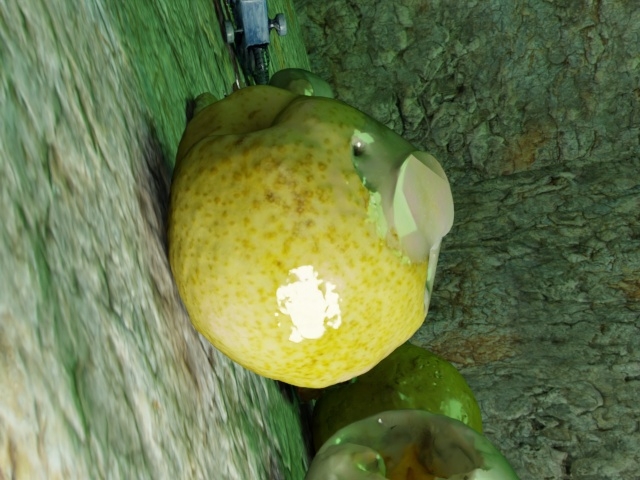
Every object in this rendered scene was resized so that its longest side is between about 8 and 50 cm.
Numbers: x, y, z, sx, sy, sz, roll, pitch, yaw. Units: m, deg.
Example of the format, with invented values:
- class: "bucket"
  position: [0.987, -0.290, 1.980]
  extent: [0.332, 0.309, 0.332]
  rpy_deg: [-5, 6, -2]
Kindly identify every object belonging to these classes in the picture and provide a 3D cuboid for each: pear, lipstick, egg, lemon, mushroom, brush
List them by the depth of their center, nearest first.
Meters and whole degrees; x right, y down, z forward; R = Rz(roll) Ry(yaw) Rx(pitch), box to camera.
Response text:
- class: "pear"
  position: [-0.022, -0.008, 1.003]
  extent: [0.271, 0.271, 0.271]
  rpy_deg: [-13, 90, -86]
- class: "egg"
  position: [0.113, 0.369, 1.251]
  extent: [0.278, 0.278, 0.336]
  rpy_deg: [-89, 168, -71]
- class: "lipstick"
  position: [-0.111, -0.185, 1.628]
  extent: [0.019, 0.018, 0.094]
  rpy_deg: [67, 11, -67]
- class: "lemon"
  position: [0.117, 0.285, 1.665]
  extent: [0.310, 0.257, 0.258]
  rpy_deg: [55, 22, -65]
- class: "brush"
  position: [-0.125, -0.328, 1.811]
  extent: [0.034, 0.027, 0.191]
  rpy_deg: [-90, 168, -62]
- class: "mushroom"
  position: [-0.047, -0.278, 2.156]
  extent: [0.103, 0.118, 0.270]
  rpy_deg: [-60, 171, 8]

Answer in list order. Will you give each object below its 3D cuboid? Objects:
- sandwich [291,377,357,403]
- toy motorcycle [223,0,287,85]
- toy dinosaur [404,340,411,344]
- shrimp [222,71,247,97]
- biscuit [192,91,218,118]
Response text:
- class: "sandwich"
  position: [-0.006, 0.140, 1.476]
  extent: [0.160, 0.109, 0.185]
  rpy_deg: [-96, 172, -71]
- class: "toy motorcycle"
  position: [-0.110, -0.354, 1.711]
  extent: [0.136, 0.092, 0.255]
  rpy_deg: [-112, -167, -51]
- class: "toy dinosaur"
  position: [0.059, 0.083, 1.700]
  extent: [0.363, 0.076, 0.147]
  rpy_deg: [46, -16, -27]
- class: "shrimp"
  position: [-0.049, -0.070, 1.490]
  extent: [0.145, 0.116, 0.343]
  rpy_deg: [25, -31, 50]
- class: "biscuit"
  position: [-0.105, -0.062, 1.273]
  extent: [0.220, 0.033, 0.220]
  rpy_deg: [-13, 90, -85]
